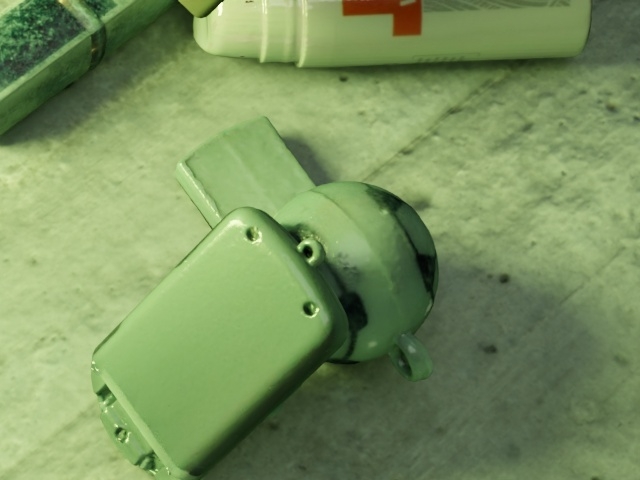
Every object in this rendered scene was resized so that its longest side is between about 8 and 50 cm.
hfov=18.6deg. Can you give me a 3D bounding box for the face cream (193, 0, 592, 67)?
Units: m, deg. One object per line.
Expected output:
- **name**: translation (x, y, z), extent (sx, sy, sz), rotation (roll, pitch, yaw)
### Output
- **face cream**: translation (0.063, -0.206, 1.739), extent (0.346, 0.102, 0.102), rotation (-3, 65, -11)

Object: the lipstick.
- **lipstick**: translation (-0.202, -0.203, 1.713), extent (0.077, 0.076, 0.290), rotation (44, 65, 12)

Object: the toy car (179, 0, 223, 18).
- **toy car**: translation (-0.015, -0.346, 1.659), extent (0.336, 0.242, 0.226), rotation (-22, 77, -50)

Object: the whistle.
- **whistle**: translation (0.000, 0.000, 1.602), extent (0.163, 0.163, 0.289), rotation (-32, 73, -20)

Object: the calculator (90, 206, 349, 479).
- **calculator**: translation (-0.082, 0.084, 1.534), extent (0.246, 0.045, 0.141), rotation (-46, 72, 20)
